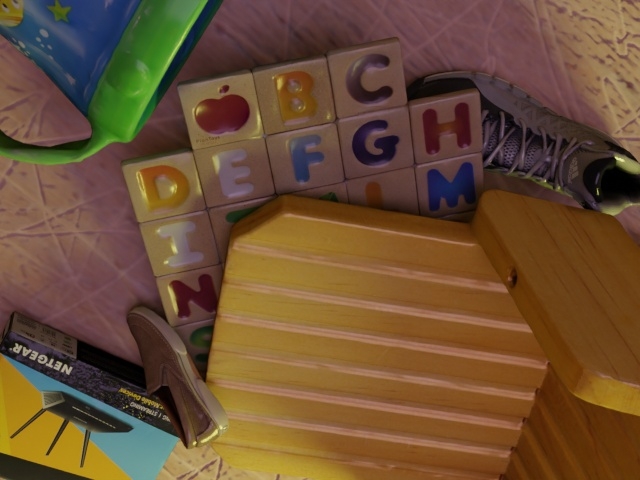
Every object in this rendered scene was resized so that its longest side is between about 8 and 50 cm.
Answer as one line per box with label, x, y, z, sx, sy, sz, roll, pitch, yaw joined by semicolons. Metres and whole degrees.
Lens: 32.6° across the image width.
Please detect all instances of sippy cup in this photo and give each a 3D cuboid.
sippy cup;-0.170;-0.222;0.762;0.224;0.240;0.305;31;66;-8

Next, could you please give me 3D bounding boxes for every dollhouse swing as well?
dollhouse swing;0.085;0.166;0.872;0.305;0.315;0.346;0;127;-18

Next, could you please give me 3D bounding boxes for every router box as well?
router box;-0.220;0.160;0.971;0.179;0.046;0.133;26;103;-19

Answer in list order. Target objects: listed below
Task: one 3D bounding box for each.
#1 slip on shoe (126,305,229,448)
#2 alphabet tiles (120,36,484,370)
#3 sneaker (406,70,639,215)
slip on shoe;-0.132;0.118;0.942;0.041;0.051;0.135;-30;80;-31
alphabet tiles;0.000;0.000;0.918;0.285;0.011;0.342;-11;127;-1
sneaker;0.182;-0.078;0.913;0.229;0.132;0.086;14;103;-16
